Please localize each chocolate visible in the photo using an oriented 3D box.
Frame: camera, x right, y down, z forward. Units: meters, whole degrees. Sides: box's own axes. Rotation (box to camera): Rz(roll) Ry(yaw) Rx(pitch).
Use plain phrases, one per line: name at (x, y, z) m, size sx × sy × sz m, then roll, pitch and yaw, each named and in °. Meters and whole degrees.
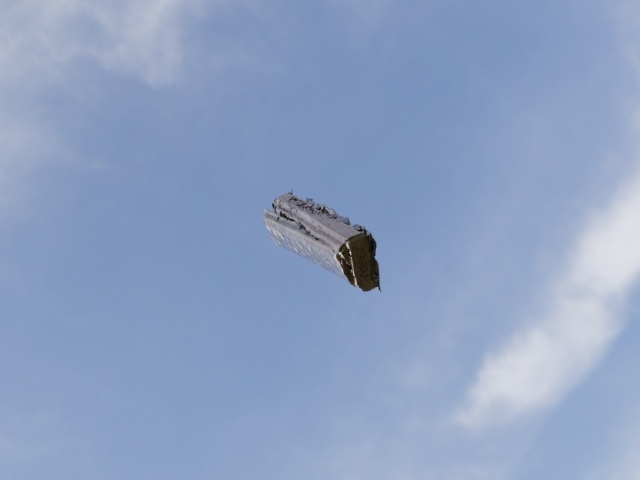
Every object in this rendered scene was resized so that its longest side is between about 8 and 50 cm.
chocolate at (-0.006, -0.002, 1.603) m, size 0.065 × 0.329 × 0.102 m, roll -16°, pitch -72°, yaw -20°
